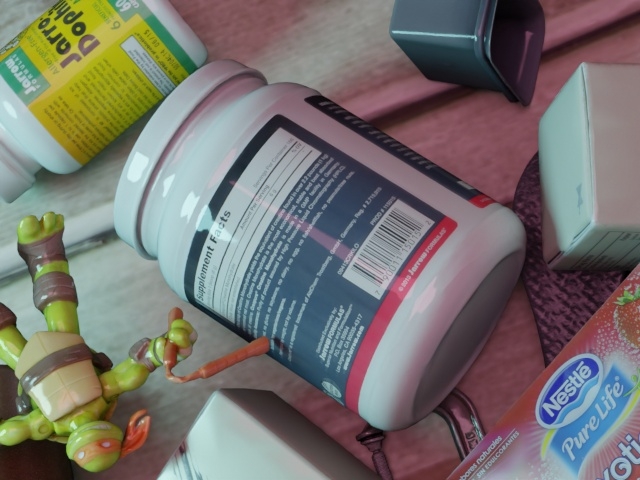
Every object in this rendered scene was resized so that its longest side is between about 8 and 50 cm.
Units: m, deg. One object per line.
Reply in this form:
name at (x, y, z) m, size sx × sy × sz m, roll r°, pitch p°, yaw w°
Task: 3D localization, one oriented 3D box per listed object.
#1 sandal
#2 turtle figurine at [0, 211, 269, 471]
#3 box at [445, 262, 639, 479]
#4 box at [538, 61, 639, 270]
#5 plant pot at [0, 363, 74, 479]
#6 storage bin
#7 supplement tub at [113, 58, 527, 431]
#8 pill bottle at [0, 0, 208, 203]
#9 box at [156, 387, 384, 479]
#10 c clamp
sandal at (0.203, 0.039, 1.304) m, size 0.097 × 0.054 × 0.255 m, roll -4°, pitch 86°, yaw 17°
turtle figurine at (-0.185, 0.087, 1.244) m, size 0.269 × 0.087 × 0.217 m, roll -30°, pitch 64°, yaw -2°
box at (0.221, 0.140, 1.177) m, size 0.257 × 0.128 × 0.123 m, roll -51°, pitch 53°, yaw 14°
box at (0.324, -0.049, 1.208) m, size 0.311 × 0.148 × 0.121 m, roll 1°, pitch 77°, yaw -7°
plant pot at (-0.259, 0.192, 1.299) m, size 0.167 × 0.167 × 0.165 m, roll -12°, pitch 68°, yaw 8°
storage bin at (0.116, -0.172, 1.327) m, size 0.091 × 0.135 × 0.098 m, roll 8°, pitch 78°, yaw 22°
supplement tub at (0.000, 0.000, 1.270) m, size 0.272 × 0.191 × 0.191 m, roll 33°, pitch 85°, yaw 18°
pill bottle at (-0.205, -0.129, 1.379) m, size 0.208 × 0.117 × 0.117 m, roll -40°, pitch 73°, yaw 0°
box at (0.019, 0.225, 1.243) m, size 0.275 × 0.113 × 0.094 m, roll 36°, pitch 97°, yaw 22°
c clamp at (0.074, 0.195, 1.300) m, size 0.137 × 0.022 × 0.161 m, roll -16°, pitch 75°, yaw 7°
